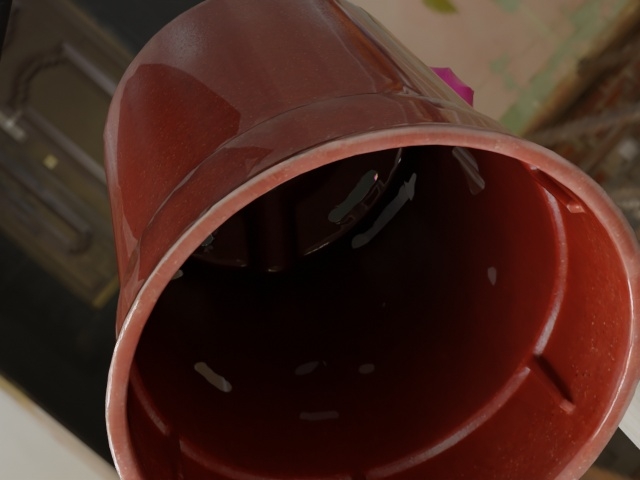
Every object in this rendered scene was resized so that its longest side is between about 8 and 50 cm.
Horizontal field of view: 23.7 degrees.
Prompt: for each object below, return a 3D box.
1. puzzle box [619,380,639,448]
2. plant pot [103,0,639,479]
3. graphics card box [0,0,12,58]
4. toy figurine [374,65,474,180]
[{"bbox_3d":[0.331,0.149,0.897,0.409,0.272,0.052,52,-53,55],"label":"puzzle box"},{"bbox_3d":[0.000,0.000,0.836,0.272,0.272,0.265,-47,-148,14],"label":"plant pot"},{"bbox_3d":[-0.302,-0.181,0.937,0.233,0.094,0.371,-15,143,-36],"label":"graphics card box"},{"bbox_3d":[0.101,-0.099,1.463,0.173,0.159,0.130,9,-131,35],"label":"toy figurine"}]
